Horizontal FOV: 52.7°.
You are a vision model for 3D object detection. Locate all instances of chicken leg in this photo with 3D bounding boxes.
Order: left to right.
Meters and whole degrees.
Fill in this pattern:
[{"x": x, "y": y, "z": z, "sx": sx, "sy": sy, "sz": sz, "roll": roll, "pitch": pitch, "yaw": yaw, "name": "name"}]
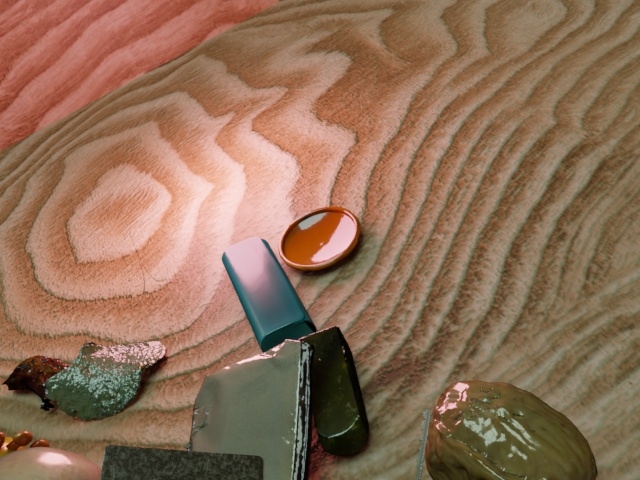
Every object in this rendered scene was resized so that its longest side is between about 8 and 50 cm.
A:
[{"x": -0.595, "y": 0.299, "z": 1.384, "sx": 0.234, "sy": 0.063, "sz": 0.105, "roll": 10, "pitch": 46, "yaw": 36, "name": "chicken leg"}]

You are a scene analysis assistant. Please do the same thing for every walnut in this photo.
[{"x": 0.253, "y": 0.298, "z": 0.872, "sx": 0.245, "sy": 0.198, "sz": 0.198, "roll": 24, "pitch": 59, "yaw": 34, "name": "walnut"}]

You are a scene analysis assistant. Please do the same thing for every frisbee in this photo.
[{"x": 0.000, "y": 0.000, "z": 1.433, "sx": 0.192, "sy": 0.035, "sz": 0.192, "roll": -14, "pitch": 41, "yaw": 13, "name": "frisbee"}]

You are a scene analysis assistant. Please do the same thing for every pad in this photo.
[{"x": -0.199, "y": 0.379, "z": 0.922, "sx": 0.235, "sy": 0.003, "sz": 0.158, "roll": 8, "pitch": 57, "yaw": -13, "name": "pad"}]

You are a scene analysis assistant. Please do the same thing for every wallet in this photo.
[{"x": -0.109, "y": 0.334, "z": 1.047, "sx": 0.275, "sy": 0.068, "sz": 0.335, "roll": -16, "pitch": 56, "yaw": 26, "name": "wallet"}]

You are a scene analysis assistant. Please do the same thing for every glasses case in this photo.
[{"x": -0.118, "y": 0.104, "z": 1.357, "sx": 0.117, "sy": 0.070, "sz": 0.301, "roll": -29, "pitch": 39, "yaw": -6, "name": "glasses case"}]

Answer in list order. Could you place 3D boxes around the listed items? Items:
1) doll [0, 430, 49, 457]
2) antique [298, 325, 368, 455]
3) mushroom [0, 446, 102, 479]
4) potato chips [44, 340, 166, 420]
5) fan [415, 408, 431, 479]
[{"x": -0.603, "y": 0.441, "z": 1.182, "sx": 0.221, "sy": 0.143, "sz": 0.135, "roll": -43, "pitch": 41, "yaw": -11, "name": "doll"}, {"x": 0.024, "y": 0.261, "z": 1.107, "sx": 0.081, "sy": 0.080, "sz": 0.221, "roll": -20, "pitch": 42, "yaw": 7, "name": "antique"}, {"x": -0.412, "y": 0.454, "z": 0.959, "sx": 0.356, "sy": 0.315, "sz": 0.315, "roll": 1, "pitch": 31, "yaw": -28, "name": "mushroom"}, {"x": -0.430, "y": 0.269, "z": 1.322, "sx": 0.167, "sy": 0.059, "sz": 0.228, "roll": 31, "pitch": 61, "yaw": 18, "name": "potato chips"}, {"x": 0.137, "y": 0.394, "z": 0.959, "sx": 0.191, "sy": 0.009, "sz": 0.329, "roll": -2, "pitch": 45, "yaw": 25, "name": "fan"}]
